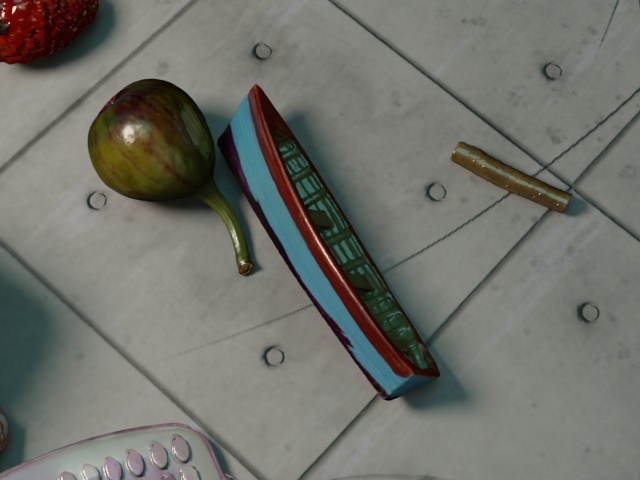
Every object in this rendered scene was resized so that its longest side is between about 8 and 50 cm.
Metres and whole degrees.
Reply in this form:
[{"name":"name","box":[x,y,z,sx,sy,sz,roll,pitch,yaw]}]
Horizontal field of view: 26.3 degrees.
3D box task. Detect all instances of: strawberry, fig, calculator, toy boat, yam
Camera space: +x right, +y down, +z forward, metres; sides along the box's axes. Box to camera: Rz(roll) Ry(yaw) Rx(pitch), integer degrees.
[{"name":"strawberry","box":[-0.343,-0.268,1.616,0.131,0.148,0.131,-2,87,34]},{"name":"fig","box":[-0.149,-0.068,1.535,0.245,0.149,0.149,46,70,-10]},{"name":"calculator","box":[-0.221,0.298,1.402,0.294,0.043,0.194,-16,67,-13]},{"name":"toy boat","box":[0.000,0.000,1.509,0.079,0.136,0.392,-39,70,16]},{"name":"yam","box":[0.220,-0.072,1.590,0.145,0.032,0.032,26,67,10]}]

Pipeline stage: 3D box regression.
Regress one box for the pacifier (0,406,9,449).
[{"name":"pacifier","box":[-0.367,0.203,1.421,0.078,0.081,0.099,-22,27,28]}]
